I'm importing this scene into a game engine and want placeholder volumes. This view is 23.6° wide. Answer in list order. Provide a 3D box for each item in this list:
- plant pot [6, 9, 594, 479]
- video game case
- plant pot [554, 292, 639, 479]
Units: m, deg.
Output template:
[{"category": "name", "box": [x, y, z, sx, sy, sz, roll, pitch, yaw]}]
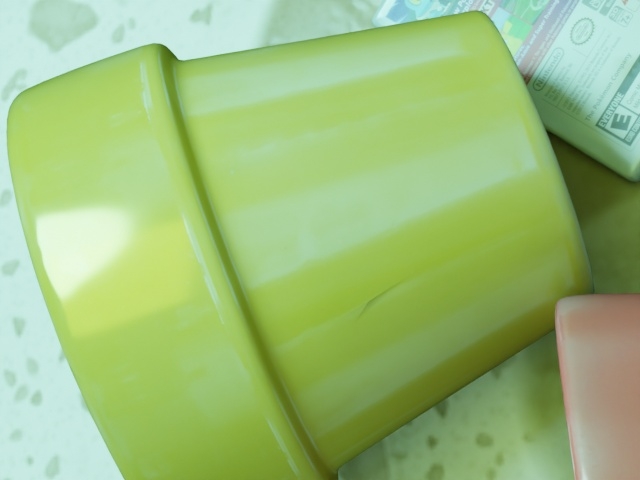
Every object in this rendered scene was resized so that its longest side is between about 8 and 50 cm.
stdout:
[{"category": "plant pot", "box": [0.000, 0.000, 0.789, 0.239, 0.254, 0.254, -21, 75, 2]}, {"category": "video game case", "box": [0.153, -0.163, 0.853, 0.183, 0.023, 0.201, 34, 97, 22]}, {"category": "plant pot", "box": [0.241, 0.137, 0.663, 0.243, 0.275, 0.274, -10, 80, 10]}]
